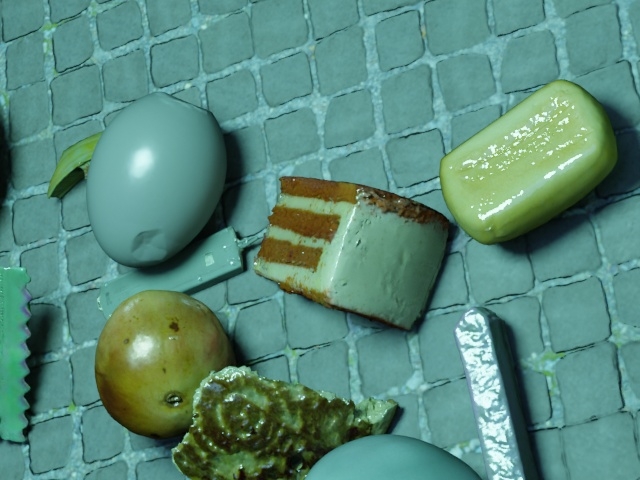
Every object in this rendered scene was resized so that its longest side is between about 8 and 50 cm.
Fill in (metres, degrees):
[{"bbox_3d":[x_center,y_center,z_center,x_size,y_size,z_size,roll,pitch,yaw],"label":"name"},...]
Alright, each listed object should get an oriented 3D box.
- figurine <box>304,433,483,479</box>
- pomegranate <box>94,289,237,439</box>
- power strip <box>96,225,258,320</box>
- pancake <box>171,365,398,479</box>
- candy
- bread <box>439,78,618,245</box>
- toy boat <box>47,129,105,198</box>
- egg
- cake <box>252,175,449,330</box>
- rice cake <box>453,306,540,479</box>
[{"bbox_3d":[0.125,0.397,1.774,0.205,0.224,0.381,-21,94,24],"label":"figurine"},{"bbox_3d":[-0.194,0.153,1.994,0.191,0.191,0.191,-8,72,25],"label":"pomegranate"},{"bbox_3d":[-0.188,0.043,2.110,0.253,0.027,0.060,-23,65,20],"label":"power strip"},{"bbox_3d":[-0.052,0.264,1.931,0.257,0.056,0.212,12,102,2],"label":"pancake"},{"bbox_3d":[-0.579,0.141,2.163,0.398,0.172,0.262,7,118,15],"label":"candy"},{"bbox_3d":[0.250,-0.087,1.882,0.217,0.098,0.147,-30,63,14],"label":"bread"},{"bbox_3d":[-0.311,-0.108,2.202,0.172,0.065,0.066,-26,84,21],"label":"toy boat"},{"bbox_3d":[-0.218,-0.076,2.075,0.176,0.176,0.231,21,85,31],"label":"egg"},{"bbox_3d":[0.000,0.000,1.951,0.262,0.160,0.158,15,86,32],"label":"cake"},{"bbox_3d":[0.215,0.249,1.820,0.056,0.073,0.364,-17,70,20],"label":"rice cake"}]
